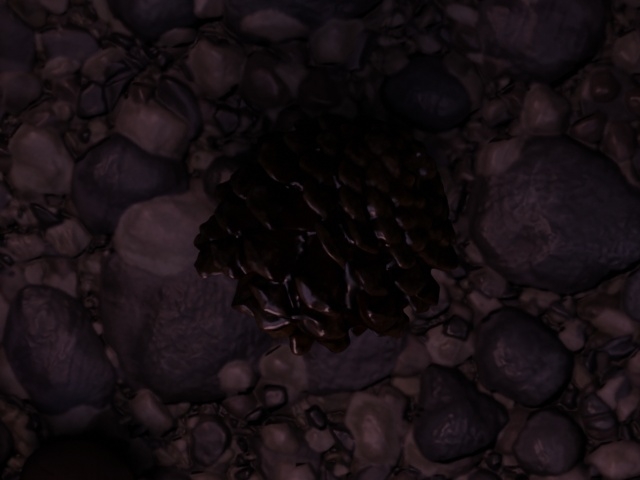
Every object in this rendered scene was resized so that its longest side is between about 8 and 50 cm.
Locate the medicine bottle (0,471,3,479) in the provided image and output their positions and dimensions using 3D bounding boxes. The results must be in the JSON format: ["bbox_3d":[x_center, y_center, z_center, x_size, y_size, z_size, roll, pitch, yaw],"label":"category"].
[{"bbox_3d":[-0.458,0.279,1.205,0.242,0.242,0.395,44,114,-11],"label":"medicine bottle"}]

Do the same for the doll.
[{"bbox_3d":[-0.225,0.240,1.254,0.188,0.096,0.145,-3,103,15],"label":"doll"}]

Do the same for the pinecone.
[{"bbox_3d":[-0.001,-0.003,1.106,0.204,0.179,0.184,-20,139,24],"label":"pinecone"}]
